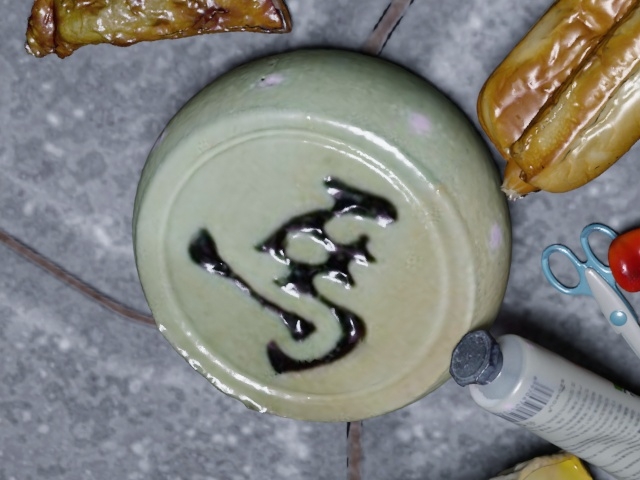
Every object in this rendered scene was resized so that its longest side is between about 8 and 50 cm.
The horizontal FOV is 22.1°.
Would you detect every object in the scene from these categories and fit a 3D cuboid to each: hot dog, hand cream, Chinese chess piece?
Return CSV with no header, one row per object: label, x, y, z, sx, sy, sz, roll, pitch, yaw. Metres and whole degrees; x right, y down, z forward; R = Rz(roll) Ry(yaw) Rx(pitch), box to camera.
hot dog,0.184,-0.122,0.976,0.249,0.076,0.102,-51,55,23
hand cream,0.178,0.116,1.065,0.234,0.050,0.080,29,125,-33
Chinese chess piece,0.000,0.000,1.071,0.250,0.101,0.250,6,117,13

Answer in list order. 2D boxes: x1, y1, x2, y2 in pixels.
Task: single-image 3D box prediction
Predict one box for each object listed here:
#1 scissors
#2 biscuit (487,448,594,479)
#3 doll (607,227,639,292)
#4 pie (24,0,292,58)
scissors,0.196,0.046,1.084,0.058,0.014,0.119,-31,99,27
biscuit,0.071,0.379,1.141,0.429,0.104,0.446,-36,110,-11
doll,0.303,0.002,1.002,0.245,0.076,0.142,-19,108,27
pie,-0.118,-0.166,1.066,0.191,0.033,0.088,-4,109,18
